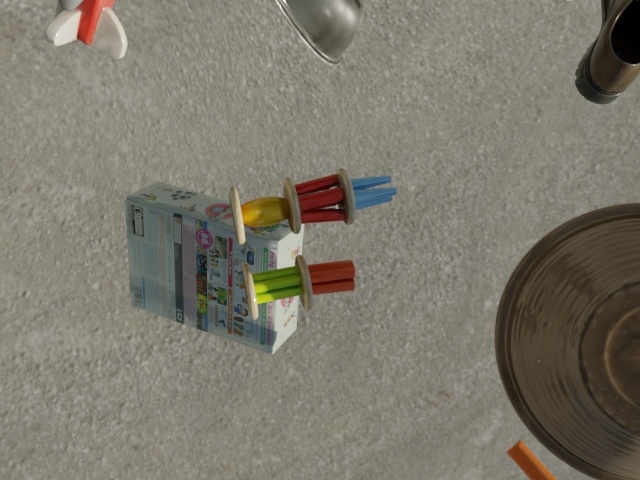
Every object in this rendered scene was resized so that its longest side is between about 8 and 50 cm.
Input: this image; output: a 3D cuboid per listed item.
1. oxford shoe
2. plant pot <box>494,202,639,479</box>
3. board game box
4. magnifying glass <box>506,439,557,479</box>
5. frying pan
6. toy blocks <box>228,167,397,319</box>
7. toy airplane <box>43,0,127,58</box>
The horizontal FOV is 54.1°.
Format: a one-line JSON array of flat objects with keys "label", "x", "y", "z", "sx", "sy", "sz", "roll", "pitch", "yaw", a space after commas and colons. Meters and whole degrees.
[{"label": "oxford shoe", "x": 0.382, "y": -0.276, "z": 0.741, "sx": 0.083, "sy": 0.096, "sz": 0.227, "roll": 21, "pitch": 75, "yaw": 0}, {"label": "plant pot", "x": 0.257, "y": 0.085, "z": 0.485, "sx": 0.238, "sy": 0.110, "sz": 0.237, "roll": -1, "pitch": 88, "yaw": 16}, {"label": "board game box", "x": -0.190, "y": 0.044, "z": 1.103, "sx": 0.304, "sy": 0.097, "sz": 0.223, "roll": 16, "pitch": 119, "yaw": 20}, {"label": "magnifying glass", "x": 0.353, "y": 0.380, "z": 0.873, "sx": 0.026, "sy": 0.231, "sz": 0.092, "roll": -10, "pitch": 142, "yaw": -54}, {"label": "frying pan", "x": -0.045, "y": -0.230, "z": 0.392, "sx": 0.053, "sy": 0.197, "sz": 0.326, "roll": -21, "pitch": 165, "yaw": 19}, {"label": "toy blocks", "x": 0.000, "y": 0.000, "z": 0.567, "sx": 0.148, "sy": 0.054, "sz": 0.123, "roll": -10, "pitch": 99, "yaw": -9}, {"label": "toy airplane", "x": -0.370, "y": -0.515, "z": 1.130, "sx": 0.273, "sy": 0.385, "sz": 0.384, "roll": 11, "pitch": 165, "yaw": 7}]
